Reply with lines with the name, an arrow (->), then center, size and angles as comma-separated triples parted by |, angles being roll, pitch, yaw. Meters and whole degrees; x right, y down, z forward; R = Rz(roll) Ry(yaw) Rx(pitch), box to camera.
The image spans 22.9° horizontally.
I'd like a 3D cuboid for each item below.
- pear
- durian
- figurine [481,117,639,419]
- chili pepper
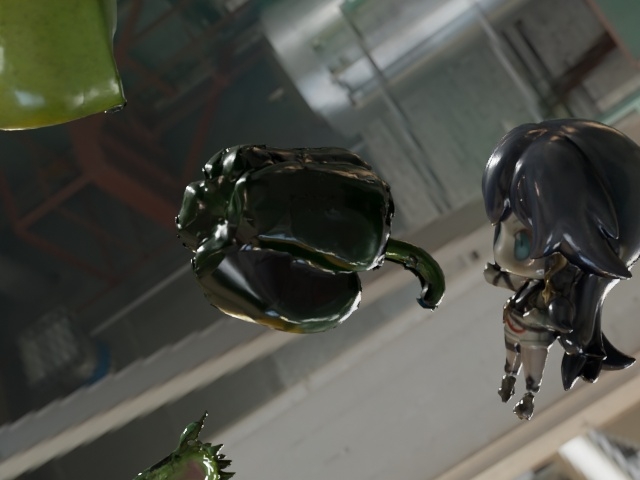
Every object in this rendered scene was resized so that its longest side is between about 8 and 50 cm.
pear -> -0.301, -0.290, 1.297 | 0.342, 0.238, 0.318 | -114, 13, -47
durian -> -0.143, 0.261, 1.326 | 0.095, 0.220, 0.137 | 39, -170, -46
figurine -> 0.230, 0.017, 1.469 | 0.175, 0.197, 0.265 | 25, 135, 43
chili pepper -> 0.000, 0.000, 1.497 | 0.261, 0.174, 0.165 | 11, -159, -33
